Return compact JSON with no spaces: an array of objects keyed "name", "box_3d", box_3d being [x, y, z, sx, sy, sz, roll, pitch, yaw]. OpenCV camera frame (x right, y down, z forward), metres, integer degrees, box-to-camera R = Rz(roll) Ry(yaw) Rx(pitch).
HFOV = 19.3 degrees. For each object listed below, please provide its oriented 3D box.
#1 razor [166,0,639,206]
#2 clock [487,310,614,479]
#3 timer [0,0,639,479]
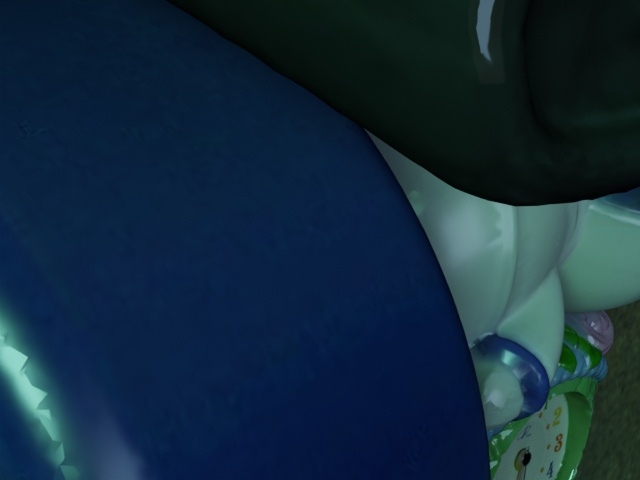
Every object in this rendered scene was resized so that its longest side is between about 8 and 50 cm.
[{"name":"razor","box_3d":[-0.026,-0.129,0.447,0.204,0.349,0.113,-22,131,-44]},{"name":"clock","box_3d":[0.045,0.059,0.784,0.194,0.100,0.196,-18,120,-48]},{"name":"timer","box_3d":[0.000,0.000,0.571,0.383,0.270,0.270,-29,125,-37]}]
